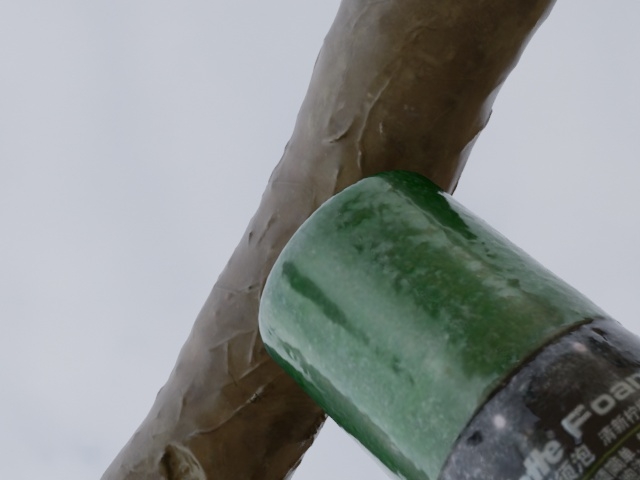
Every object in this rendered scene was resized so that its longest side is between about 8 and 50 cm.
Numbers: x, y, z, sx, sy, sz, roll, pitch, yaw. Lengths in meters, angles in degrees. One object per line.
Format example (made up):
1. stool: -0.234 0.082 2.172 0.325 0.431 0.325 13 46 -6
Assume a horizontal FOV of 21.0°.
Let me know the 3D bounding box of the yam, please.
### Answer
1. yam: 0.000 0.000 0.689 0.081 0.081 0.357 23 -81 -41

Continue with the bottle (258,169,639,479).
1. bottle: 0.114 0.100 0.534 0.093 0.330 0.093 -32 -34 -25
